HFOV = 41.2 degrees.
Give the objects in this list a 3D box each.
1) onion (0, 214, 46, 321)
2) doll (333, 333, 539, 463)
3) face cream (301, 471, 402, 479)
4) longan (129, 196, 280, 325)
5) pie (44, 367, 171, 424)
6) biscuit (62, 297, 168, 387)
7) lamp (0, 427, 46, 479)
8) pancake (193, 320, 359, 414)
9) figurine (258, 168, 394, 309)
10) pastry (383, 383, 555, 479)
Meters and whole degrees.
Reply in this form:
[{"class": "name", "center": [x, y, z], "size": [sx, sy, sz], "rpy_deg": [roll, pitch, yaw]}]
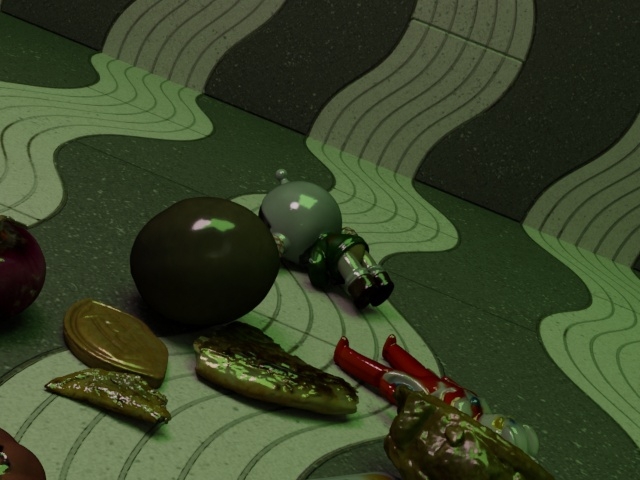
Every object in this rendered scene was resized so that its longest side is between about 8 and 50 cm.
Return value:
[{"class": "onion", "center": [-0.479, 0.035, 1.202], "size": [0.177, 0.153, 0.177], "rpy_deg": [-3, 27, 2]}, {"class": "doll", "center": [0.194, 0.263, 1.387], "size": [0.188, 0.099, 0.384], "rpy_deg": [2, 24, -45]}, {"class": "face cream", "center": [0.004, 0.336, 1.002], "size": [0.291, 0.071, 0.144], "rpy_deg": [6, 23, -37]}, {"class": "longan", "center": [-0.191, 0.037, 1.395], "size": [0.248, 0.248, 0.248], "rpy_deg": [19, 19, -7]}, {"class": "pie", "center": [-0.270, 0.204, 1.137], "size": [0.169, 0.034, 0.092], "rpy_deg": [18, 20, 10]}, {"class": "biscuit", "center": [-0.305, 0.147, 1.260], "size": [0.142, 0.029, 0.220], "rpy_deg": [2, 27, -43]}, {"class": "lamp", "center": [-0.340, 0.255, 0.778], "size": [0.182, 0.140, 0.182], "rpy_deg": [14, 38, -11]}, {"class": "pancake", "center": [-0.085, 0.197, 1.356], "size": [0.266, 0.057, 0.244], "rpy_deg": [19, 10, -21]}, {"class": "figurine", "center": [0.000, 0.000, 1.792], "size": [0.281, 0.167, 0.370], "rpy_deg": [-6, 41, -45]}, {"class": "pastry", "center": [0.182, 0.302, 1.109], "size": [0.235, 0.132, 0.240], "rpy_deg": [34, -10, -3]}]
